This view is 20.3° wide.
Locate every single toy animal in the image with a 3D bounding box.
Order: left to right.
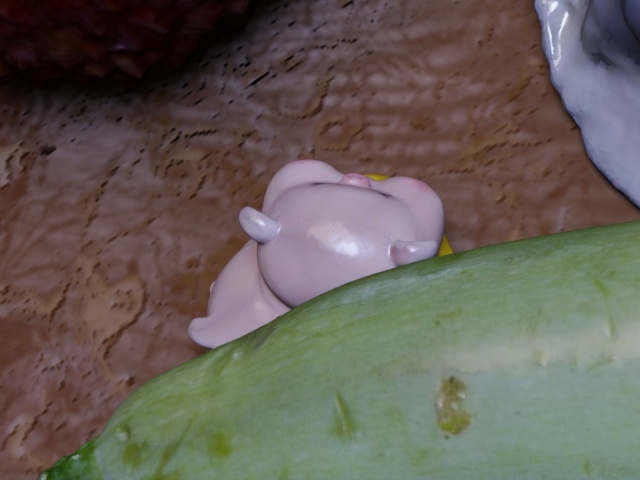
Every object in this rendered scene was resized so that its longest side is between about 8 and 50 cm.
[{"bbox_3d":[0.000,0.000,0.710,0.114,0.082,0.091,-2,57,24],"label":"toy animal"}]

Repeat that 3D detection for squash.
[{"bbox_3d":[0.074,0.054,0.624,0.371,0.118,0.118,-9,56,22],"label":"squash"}]

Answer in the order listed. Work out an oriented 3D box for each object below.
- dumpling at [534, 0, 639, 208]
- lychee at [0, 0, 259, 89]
[{"bbox_3d":[0.176,-0.104,0.666,0.227,0.175,0.243,-55,33,21],"label":"dumpling"},{"bbox_3d":[-0.114,-0.195,0.774,0.264,0.264,0.300,-22,31,10],"label":"lychee"}]
